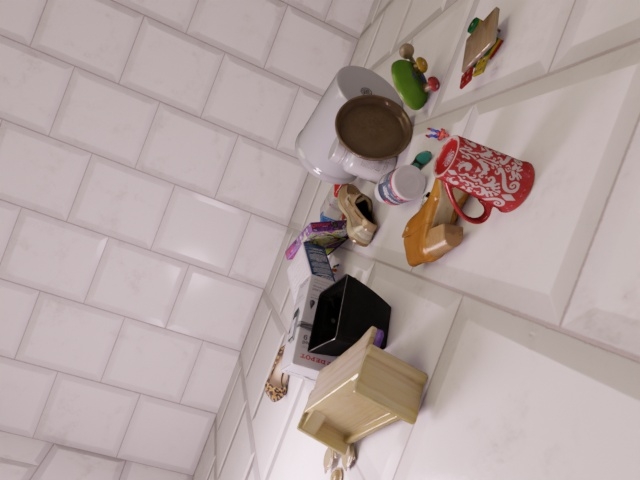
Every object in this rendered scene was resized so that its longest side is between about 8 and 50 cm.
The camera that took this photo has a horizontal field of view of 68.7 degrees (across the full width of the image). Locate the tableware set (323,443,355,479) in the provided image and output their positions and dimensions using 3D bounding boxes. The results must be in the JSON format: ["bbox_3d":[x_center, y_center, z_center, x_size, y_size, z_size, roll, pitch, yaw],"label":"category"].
[{"bbox_3d":[0.051,0.584,1.263,0.168,0.020,0.141,-64,16,16],"label":"tableware set"}]

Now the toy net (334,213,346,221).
[{"bbox_3d":[0.094,-0.129,2.035,0.122,0.045,0.232,88,-163,-66],"label":"toy net"}]

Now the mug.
[{"bbox_3d":[0.317,-0.121,0.940,0.113,0.169,0.150,167,123,-73],"label":"mug"}]

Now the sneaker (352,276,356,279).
[{"bbox_3d":[0.084,0.206,1.598,0.071,0.066,0.188,130,156,-52],"label":"sneaker"}]

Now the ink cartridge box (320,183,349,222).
[{"bbox_3d":[0.077,-0.191,2.192,0.134,0.078,0.231,-89,24,-54],"label":"ink cartridge box"}]

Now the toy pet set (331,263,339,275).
[{"bbox_3d":[0.031,0.162,1.941,0.114,0.065,0.122,-37,2,-25],"label":"toy pet set"}]

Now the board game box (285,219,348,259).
[{"bbox_3d":[0.000,0.000,1.942,0.347,0.208,0.056,-43,60,61],"label":"board game box"}]

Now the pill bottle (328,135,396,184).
[{"bbox_3d":[0.152,-0.302,1.735,0.131,0.229,0.131,-159,90,-76],"label":"pill bottle"}]

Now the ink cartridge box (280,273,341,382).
[{"bbox_3d":[0.019,0.281,1.436,0.121,0.211,0.289,132,154,-57],"label":"ink cartridge box"}]

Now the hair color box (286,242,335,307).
[{"bbox_3d":[-0.026,0.191,1.787,0.174,0.105,0.347,-59,32,35],"label":"hair color box"}]

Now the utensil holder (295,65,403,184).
[{"bbox_3d":[0.113,-0.480,1.962,0.385,0.328,0.327,128,158,-48],"label":"utensil holder"}]

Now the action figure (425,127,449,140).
[{"bbox_3d":[0.353,-0.319,1.403,0.115,0.030,0.038,-127,53,-69],"label":"action figure"}]

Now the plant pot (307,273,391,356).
[{"bbox_3d":[0.090,0.231,1.309,0.187,0.167,0.188,-44,27,55],"label":"plant pot"}]

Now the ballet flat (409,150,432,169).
[{"bbox_3d":[0.309,-0.249,1.455,0.114,0.041,0.041,130,157,-53],"label":"ballet flat"}]

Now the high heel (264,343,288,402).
[{"bbox_3d":[-0.171,0.558,2.005,0.261,0.093,0.186,-87,14,-76],"label":"high heel"}]

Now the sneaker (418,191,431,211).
[{"bbox_3d":[0.294,-0.102,1.302,0.037,0.032,0.083,127,159,-50],"label":"sneaker"}]

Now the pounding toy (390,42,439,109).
[{"bbox_3d":[0.341,-0.569,1.602,0.110,0.183,0.236,-20,42,39],"label":"pounding toy"}]

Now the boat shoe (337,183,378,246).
[{"bbox_3d":[0.150,-0.119,1.742,0.110,0.122,0.341,-56,28,31],"label":"boat shoe"}]

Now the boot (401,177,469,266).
[{"bbox_3d":[0.283,-0.088,1.174,0.211,0.104,0.295,146,138,-67],"label":"boot"}]

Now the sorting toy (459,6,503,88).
[{"bbox_3d":[0.453,-0.537,1.293,0.132,0.046,0.274,138,151,-62],"label":"sorting toy"}]

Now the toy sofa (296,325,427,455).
[{"bbox_3d":[0.094,0.369,1.125,0.362,0.150,0.177,-54,7,48],"label":"toy sofa"}]

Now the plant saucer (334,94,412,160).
[{"bbox_3d":[0.187,-0.398,1.670,0.041,0.278,0.277,101,-176,-68],"label":"plant saucer"}]

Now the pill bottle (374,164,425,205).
[{"bbox_3d":[0.238,-0.165,1.454,0.180,0.108,0.107,165,125,-75],"label":"pill bottle"}]
